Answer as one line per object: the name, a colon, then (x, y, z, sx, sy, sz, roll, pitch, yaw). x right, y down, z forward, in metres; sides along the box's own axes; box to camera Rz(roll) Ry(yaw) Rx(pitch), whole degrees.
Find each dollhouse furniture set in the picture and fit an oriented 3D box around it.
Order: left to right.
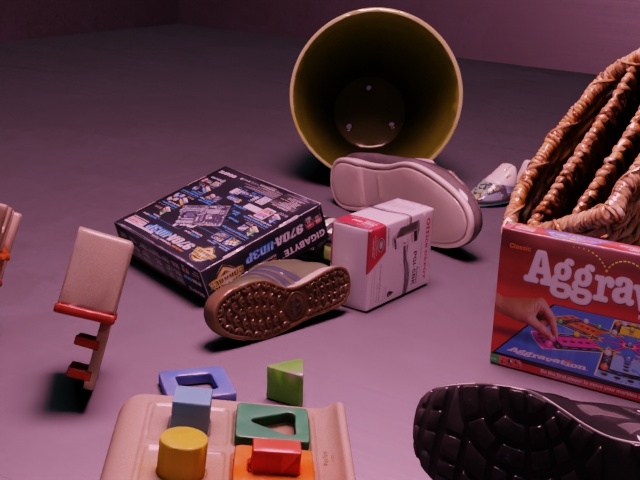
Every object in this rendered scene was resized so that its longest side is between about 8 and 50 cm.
dollhouse furniture set: (-0.306, 0.031, 0.947, 0.259, 0.135, 0.262, 17, -4, -8)

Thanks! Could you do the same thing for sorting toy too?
sorting toy: (-0.072, 0.160, 0.850, 0.195, 0.047, 0.348, 1, 18, -4)

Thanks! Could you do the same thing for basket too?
basket: (0.325, -0.089, 1.201, 0.213, 0.223, 0.299, 20, 65, 40)

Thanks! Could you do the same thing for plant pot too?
plant pot: (0.091, -0.235, 1.837, 0.274, 0.275, 0.293, 3, 2, 1)

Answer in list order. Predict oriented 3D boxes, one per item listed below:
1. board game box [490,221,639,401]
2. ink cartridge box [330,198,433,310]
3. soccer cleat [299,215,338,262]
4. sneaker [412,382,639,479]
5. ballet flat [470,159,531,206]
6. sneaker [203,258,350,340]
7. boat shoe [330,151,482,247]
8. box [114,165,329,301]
board game box: (0.298, 0.079, 0.999, 0.281, 0.145, 0.027, 12, 19, 29)
ink cartridge box: (0.072, 0.014, 1.247, 0.056, 0.099, 0.135, 15, 22, 35)
soccer cleat: (0.000, 0.000, 1.357, 0.178, 0.060, 0.072, 4, 25, 1)
sneaker: (0.212, 0.171, 0.814, 0.283, 0.107, 0.124, 12, 5, 17)
ballet flat: (0.309, -0.095, 1.690, 0.188, 0.070, 0.070, -8, 21, -31)
sneaker: (-0.062, 0.061, 1.156, 0.192, 0.064, 0.086, -13, 16, -42)
boat shoe: (0.135, -0.071, 1.511, 0.095, 0.112, 0.335, -13, 19, -29)
box: (-0.123, -0.013, 1.303, 0.175, 0.051, 0.220, -30, 32, -27)
